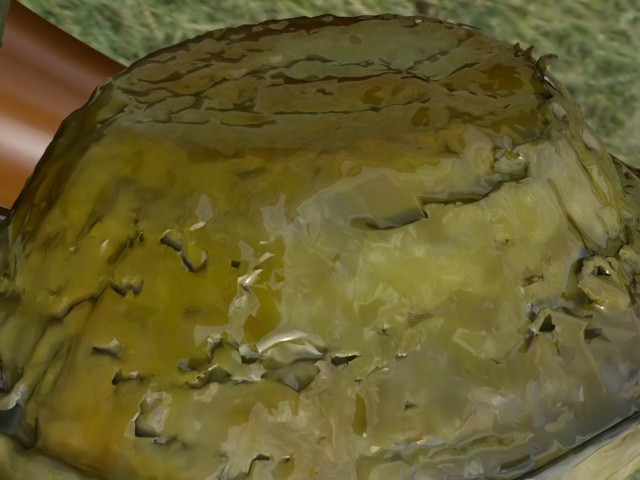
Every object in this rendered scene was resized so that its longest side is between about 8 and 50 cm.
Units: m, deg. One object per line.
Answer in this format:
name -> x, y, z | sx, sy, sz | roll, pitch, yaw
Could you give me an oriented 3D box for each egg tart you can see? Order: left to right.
egg tart -> 0.000, 0.000, 0.848 | 0.443, 0.443, 0.178 | -21, 118, -29

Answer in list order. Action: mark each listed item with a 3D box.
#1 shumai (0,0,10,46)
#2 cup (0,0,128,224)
shumai -> -0.316, -0.131, 1.009 | 0.225, 0.222, 0.260 | 32, 58, -14
cup -> -0.266, -0.094, 1.295 | 0.264, 0.182, 0.226 | 24, 130, -16
